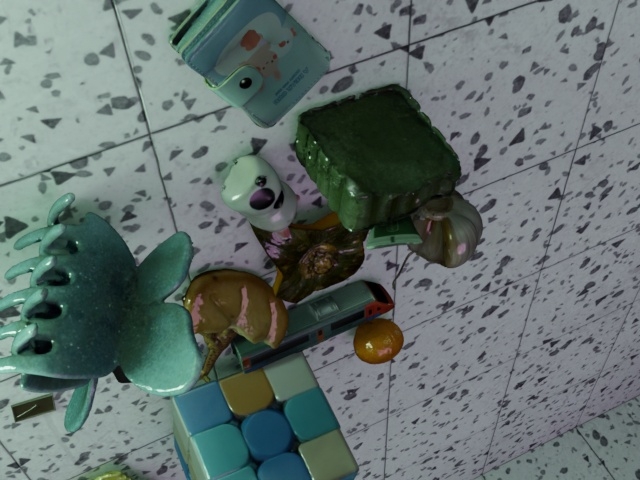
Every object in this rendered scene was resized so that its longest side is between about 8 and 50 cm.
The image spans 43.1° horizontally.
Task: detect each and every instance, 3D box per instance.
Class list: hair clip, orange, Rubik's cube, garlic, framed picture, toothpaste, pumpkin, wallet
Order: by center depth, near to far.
[{"bbox_3d":[-0.107,-0.299,1.299,0.176,0.075,0.250,-46,143,8],"label":"wallet"},{"bbox_3d":[-0.394,0.114,1.356,0.238,0.318,0.392,29,142,-36],"label":"hair clip"},{"bbox_3d":[0.140,-0.046,1.569,0.098,0.392,0.061,-7,107,6],"label":"toothpaste"},{"bbox_3d":[-0.016,0.021,1.726,0.290,0.095,0.258,-18,139,-24],"label":"pumpkin"},{"bbox_3d":[-0.622,0.363,1.756,0.089,0.007,0.066,-15,142,-22],"label":"framed picture"},{"bbox_3d":[0.233,-0.018,1.812,0.256,0.207,0.207,-33,145,0],"label":"garlic"},{"bbox_3d":[-0.148,0.529,1.985,0.346,0.344,0.347,-18,150,-21],"label":"Rubik's cube"},{"bbox_3d":[0.148,0.261,2.113,0.135,0.135,0.117,-38,111,8],"label":"orange"}]

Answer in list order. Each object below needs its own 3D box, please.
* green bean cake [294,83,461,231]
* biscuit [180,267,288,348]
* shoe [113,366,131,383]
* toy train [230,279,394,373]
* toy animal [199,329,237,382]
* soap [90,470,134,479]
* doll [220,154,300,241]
[{"bbox_3d":[0.104,-0.149,1.482,0.241,0.255,0.132,-20,146,-24],"label":"green bean cake"},{"bbox_3d":[-0.171,0.145,1.754,0.299,0.045,0.154,18,94,-45],"label":"biscuit"},{"bbox_3d":[-0.421,0.265,1.761,0.071,0.049,0.179,-6,157,-14],"label":"shoe"},{"bbox_3d":[-0.015,0.193,1.940,0.409,0.086,0.089,-22,141,-14],"label":"toy train"},{"bbox_3d":[-0.250,0.231,1.841,0.149,0.054,0.275,-21,144,-12],"label":"toy animal"},{"bbox_3d":[-0.566,0.767,2.188,0.306,0.115,0.427,-33,145,-4],"label":"soap"},{"bbox_3d":[-0.110,-0.083,1.522,0.110,0.107,0.181,-67,154,-14],"label":"doll"}]
